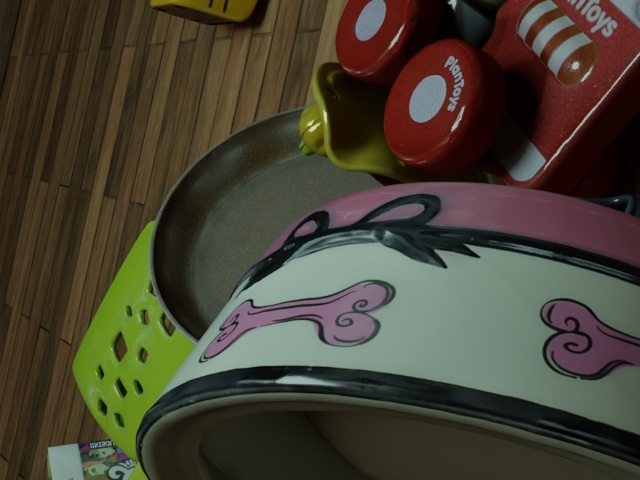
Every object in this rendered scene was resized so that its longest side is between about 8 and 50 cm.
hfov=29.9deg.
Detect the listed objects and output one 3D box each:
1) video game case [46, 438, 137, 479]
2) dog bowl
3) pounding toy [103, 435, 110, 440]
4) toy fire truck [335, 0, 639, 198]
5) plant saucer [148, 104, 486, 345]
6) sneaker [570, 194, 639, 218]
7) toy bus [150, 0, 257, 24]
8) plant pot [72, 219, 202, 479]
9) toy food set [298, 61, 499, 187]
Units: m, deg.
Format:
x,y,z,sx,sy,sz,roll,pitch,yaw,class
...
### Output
x,y,z,sx,sy,sz,roll,pitch,yaw,class
-0.155,0.288,1.239,0.210,0.232,0.042,-113,24,-46,video game case
0.107,0.121,0.708,0.408,0.408,0.150,-30,35,53,dog bowl
-0.202,0.309,1.376,0.269,0.155,0.154,62,140,44,pounding toy
0.165,-0.174,0.932,0.254,0.169,0.302,-51,38,22,toy fire truck
0.000,0.000,1.084,0.050,0.311,0.310,74,178,-48,plant saucer
0.142,0.058,0.856,0.321,0.180,0.124,-49,40,40,sneaker
-0.114,-0.447,1.539,0.108,0.130,0.332,13,91,60,toy bus
-0.091,0.136,1.199,0.227,0.228,0.207,-57,41,32,plant pot
0.058,-0.070,1.019,0.071,0.218,0.128,-44,50,29,toy food set
